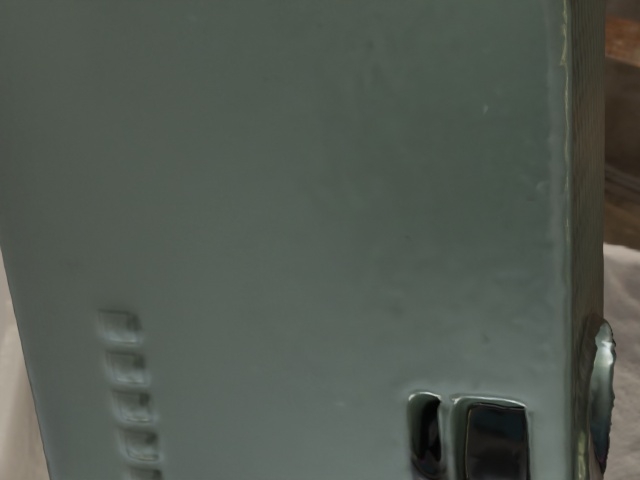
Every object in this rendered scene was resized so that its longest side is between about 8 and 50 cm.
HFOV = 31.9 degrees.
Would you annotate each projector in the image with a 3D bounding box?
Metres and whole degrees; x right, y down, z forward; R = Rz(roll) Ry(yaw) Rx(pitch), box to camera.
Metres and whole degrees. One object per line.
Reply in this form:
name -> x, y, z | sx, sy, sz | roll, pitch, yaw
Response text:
projector -> 0.000, 0.000, 0.399 | 0.198, 0.108, 0.250 | 2, -68, 20
